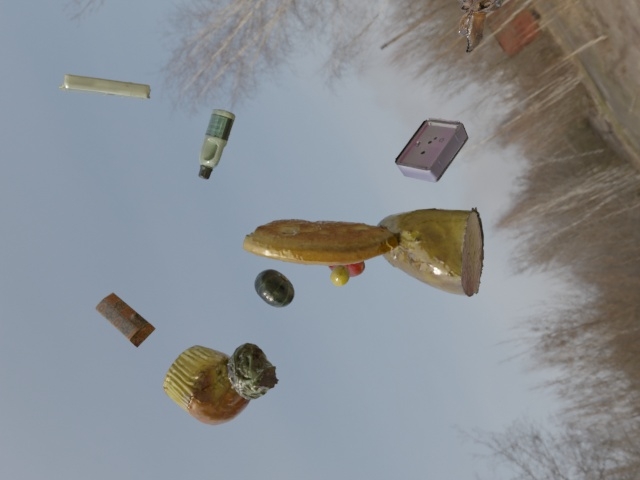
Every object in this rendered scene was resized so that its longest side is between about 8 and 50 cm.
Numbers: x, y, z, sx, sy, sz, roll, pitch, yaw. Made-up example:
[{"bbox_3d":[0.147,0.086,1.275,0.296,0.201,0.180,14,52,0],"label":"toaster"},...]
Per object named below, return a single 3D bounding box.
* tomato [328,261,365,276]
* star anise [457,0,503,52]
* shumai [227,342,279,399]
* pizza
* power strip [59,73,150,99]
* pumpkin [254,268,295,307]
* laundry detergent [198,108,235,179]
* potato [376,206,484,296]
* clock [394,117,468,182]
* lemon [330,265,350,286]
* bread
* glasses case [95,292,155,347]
[{"bbox_3d":[0.081,0.085,1.875,0.155,0.155,0.069,42,-116,-27],"label":"tomato"},{"bbox_3d":[0.435,-0.647,1.463,0.063,0.208,0.172,-4,-116,-15],"label":"star anise"},{"bbox_3d":[-0.138,0.283,1.147,0.099,0.087,0.124,-30,-81,-38],"label":"shumai"},{"bbox_3d":[0.000,0.000,1.254,0.365,0.074,0.182,-3,-157,-15],"label":"pizza"},{"bbox_3d":[-0.476,-0.341,1.188,0.192,0.081,0.035,0,-81,-26],"label":"power strip"},{"bbox_3d":[-0.176,0.185,2.042,0.167,0.125,0.167,52,178,3],"label":"pumpkin"},{"bbox_3d":[-0.342,-0.305,1.709,0.070,0.099,0.226,19,-91,-50],"label":"laundry detergent"},{"bbox_3d":[0.263,0.014,1.343,0.229,0.266,0.229,-20,-66,-54],"label":"potato"},{"bbox_3d":[0.338,-0.275,1.609,0.144,0.193,0.073,23,160,47],"label":"clock"},{"bbox_3d":[0.063,0.115,1.706,0.062,0.083,0.062,10,-142,-8],"label":"lemon"},{"bbox_3d":[-0.275,0.377,1.371,0.133,0.179,0.250,31,160,34],"label":"bread"},{"bbox_3d":[-0.585,0.232,1.585,0.075,0.218,0.049,-48,-41,-19],"label":"glasses case"}]
